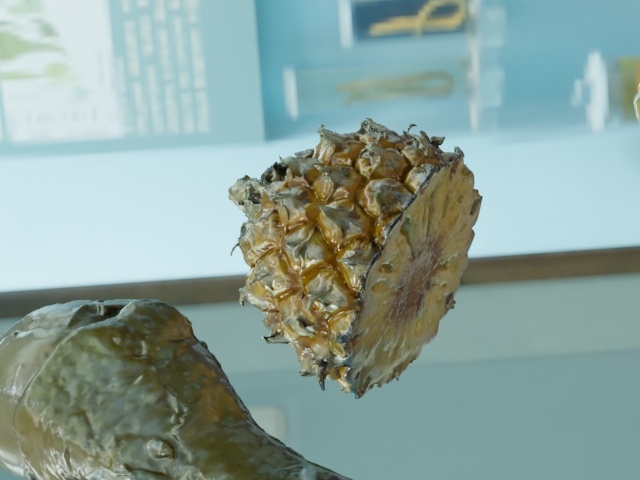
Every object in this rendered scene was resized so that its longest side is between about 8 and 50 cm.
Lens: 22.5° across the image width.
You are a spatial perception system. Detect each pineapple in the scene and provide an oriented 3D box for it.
[{"bbox_3d":[0.001,-0.004,0.976,0.176,0.137,0.161,-34,-38,-50],"label":"pineapple"}]

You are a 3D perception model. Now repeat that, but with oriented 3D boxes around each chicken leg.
[{"bbox_3d":[-0.050,0.078,0.612,0.085,0.198,0.069,-40,-38,-39],"label":"chicken leg"}]

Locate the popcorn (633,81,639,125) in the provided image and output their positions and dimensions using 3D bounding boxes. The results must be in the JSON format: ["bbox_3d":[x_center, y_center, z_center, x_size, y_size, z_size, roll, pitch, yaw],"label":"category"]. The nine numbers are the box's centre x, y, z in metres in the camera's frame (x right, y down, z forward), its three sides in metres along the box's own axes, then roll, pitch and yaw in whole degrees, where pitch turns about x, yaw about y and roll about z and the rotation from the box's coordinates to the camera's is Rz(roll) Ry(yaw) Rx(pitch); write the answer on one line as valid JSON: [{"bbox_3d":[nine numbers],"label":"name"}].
[{"bbox_3d":[0.391,-0.116,1.189,0.332,0.265,0.225,-40,45,55],"label":"popcorn"}]
